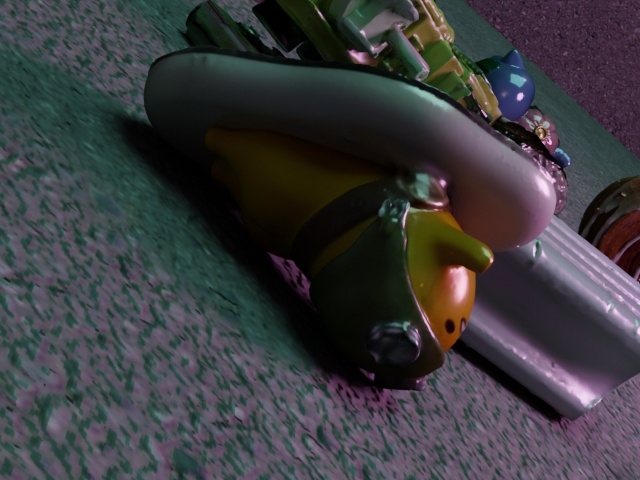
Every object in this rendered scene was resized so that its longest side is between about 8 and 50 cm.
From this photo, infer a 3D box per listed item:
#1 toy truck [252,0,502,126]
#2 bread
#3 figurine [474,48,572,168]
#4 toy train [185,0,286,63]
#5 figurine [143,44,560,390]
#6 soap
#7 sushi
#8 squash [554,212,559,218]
[{"bbox_3d":[0.068,-0.132,1.034,0.135,0.128,0.259,52,2,38],"label":"toy truck"},{"bbox_3d":[0.365,0.006,1.417,0.160,0.160,0.073,38,22,-17],"label":"bread"},{"bbox_3d":[0.246,-0.159,1.666,0.178,0.114,0.144,52,7,-10],"label":"figurine"},{"bbox_3d":[-0.048,-0.127,0.983,0.071,0.038,0.148,21,26,-54],"label":"toy train"},{"bbox_3d":[0.000,0.000,0.721,0.250,0.141,0.166,15,-23,8],"label":"figurine"},{"bbox_3d":[0.139,0.023,0.946,0.289,0.095,0.173,37,17,-23],"label":"soap"},{"bbox_3d":[0.201,-0.074,1.352,0.150,0.090,0.078,25,20,-42],"label":"sushi"},{"bbox_3d":[0.150,-0.040,1.173,0.318,0.071,0.080,48,18,16],"label":"squash"}]
